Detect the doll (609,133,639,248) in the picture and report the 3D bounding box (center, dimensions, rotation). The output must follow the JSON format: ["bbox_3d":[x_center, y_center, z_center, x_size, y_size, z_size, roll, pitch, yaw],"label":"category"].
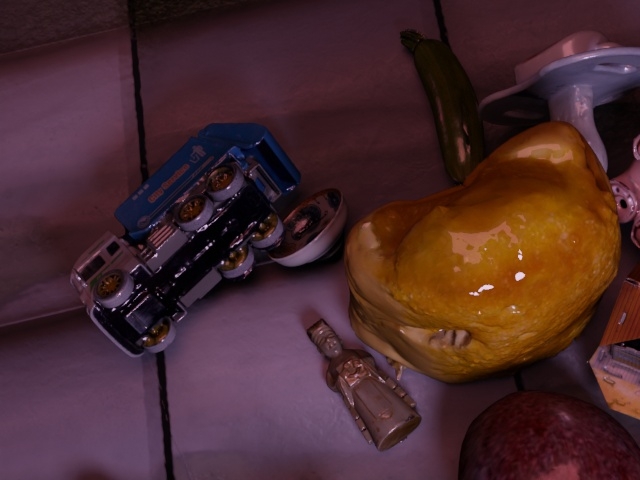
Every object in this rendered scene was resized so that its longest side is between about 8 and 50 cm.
[{"bbox_3d":[0.540,-0.118,1.858,0.268,0.216,0.284,-21,63,-38],"label":"doll"}]

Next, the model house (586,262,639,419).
[{"bbox_3d":[0.458,0.128,1.699,0.219,0.136,0.207,24,76,19],"label":"model house"}]

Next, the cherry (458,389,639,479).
[{"bbox_3d":[0.282,0.298,1.688,0.230,0.203,0.300,-37,37,2],"label":"cherry"}]

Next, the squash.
[{"bbox_3d":[0.194,-0.201,2.029,0.080,0.071,0.318,-18,61,5],"label":"squash"}]

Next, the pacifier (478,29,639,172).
[{"bbox_3d":[0.362,-0.170,1.894,0.227,0.279,0.207,5,71,-34],"label":"pacifier"}]

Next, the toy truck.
[{"bbox_3d":[-0.192,-0.010,1.967,0.367,0.146,0.175,-44,40,-8],"label":"toy truck"}]

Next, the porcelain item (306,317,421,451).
[{"bbox_3d":[0.049,0.188,1.878,0.084,0.054,0.213,-35,61,-7],"label":"porcelain item"}]

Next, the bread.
[{"bbox_3d":[0.218,0.038,1.743,0.361,0.394,0.250,-28,77,-5],"label":"bread"}]

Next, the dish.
[{"bbox_3d":[0.000,0.000,1.978,0.141,0.078,0.141,-35,25,19],"label":"dish"}]
